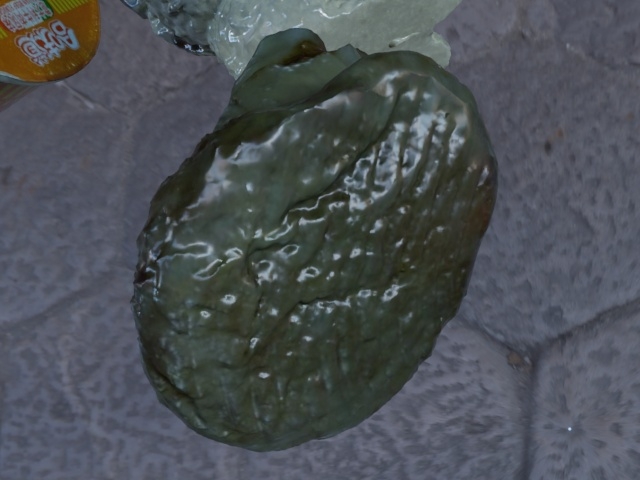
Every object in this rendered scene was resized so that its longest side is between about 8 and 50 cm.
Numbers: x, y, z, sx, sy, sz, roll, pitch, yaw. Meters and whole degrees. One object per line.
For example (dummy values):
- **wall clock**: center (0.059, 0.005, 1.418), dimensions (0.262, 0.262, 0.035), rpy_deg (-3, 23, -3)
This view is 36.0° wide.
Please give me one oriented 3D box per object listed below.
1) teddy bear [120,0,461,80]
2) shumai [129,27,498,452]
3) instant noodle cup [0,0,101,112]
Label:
- **teddy bear**: center (-0.063, -0.347, 1.298), dimensions (0.375, 0.327, 0.362), rpy_deg (-24, 62, -19)
- **shumai**: center (-0.028, -0.010, 0.649), dimensions (0.272, 0.222, 0.203), rpy_deg (-40, 33, -20)
- **instant noodle cup**: center (-0.223, -0.089, 0.443), dimensions (0.185, 0.168, 0.168), rpy_deg (-34, 72, 25)
